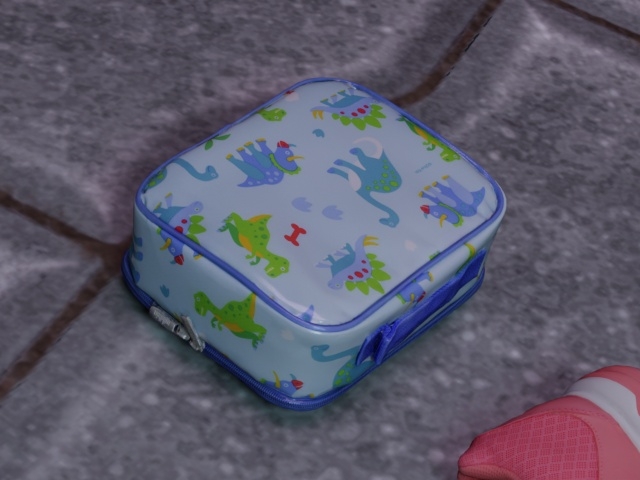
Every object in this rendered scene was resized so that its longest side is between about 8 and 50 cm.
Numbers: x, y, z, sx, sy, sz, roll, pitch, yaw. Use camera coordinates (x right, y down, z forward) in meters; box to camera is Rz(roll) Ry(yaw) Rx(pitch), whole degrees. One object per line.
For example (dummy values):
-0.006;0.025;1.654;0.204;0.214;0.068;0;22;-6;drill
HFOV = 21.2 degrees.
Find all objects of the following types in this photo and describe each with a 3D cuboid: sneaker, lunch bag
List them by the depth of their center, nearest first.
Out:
0.175;0.203;0.892;0.136;0.116;0.314;-15;43;-19;sneaker
0.000;0.000;1.050;0.176;0.090;0.219;34;44;20;lunch bag
